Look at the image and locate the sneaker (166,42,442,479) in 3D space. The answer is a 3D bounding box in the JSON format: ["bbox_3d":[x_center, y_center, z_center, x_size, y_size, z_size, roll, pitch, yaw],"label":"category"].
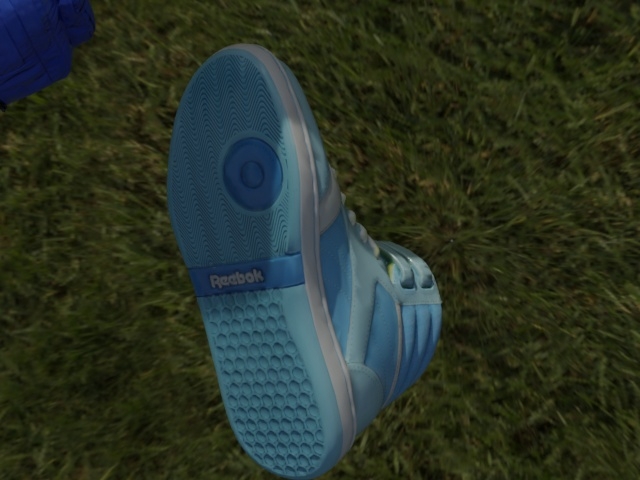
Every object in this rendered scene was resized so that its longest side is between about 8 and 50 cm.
[{"bbox_3d":[0.000,0.000,0.836,0.127,0.208,0.319,2,106,35],"label":"sneaker"}]

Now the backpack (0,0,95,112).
[{"bbox_3d":[-0.211,-0.163,0.716,0.101,0.120,0.098,-33,80,-5],"label":"backpack"}]
